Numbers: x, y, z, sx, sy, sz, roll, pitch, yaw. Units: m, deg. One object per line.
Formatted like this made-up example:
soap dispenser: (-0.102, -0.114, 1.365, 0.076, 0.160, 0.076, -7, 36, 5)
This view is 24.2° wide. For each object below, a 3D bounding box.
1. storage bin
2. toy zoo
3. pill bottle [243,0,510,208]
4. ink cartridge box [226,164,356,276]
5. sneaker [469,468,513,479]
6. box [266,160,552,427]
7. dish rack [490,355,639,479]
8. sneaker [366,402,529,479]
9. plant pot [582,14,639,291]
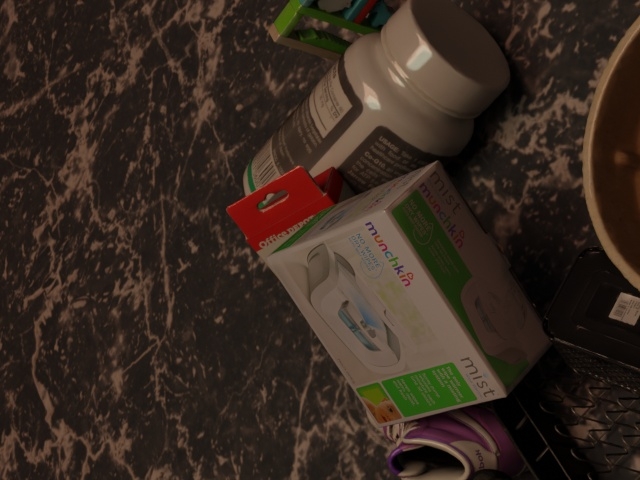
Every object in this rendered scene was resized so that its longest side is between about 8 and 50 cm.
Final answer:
storage bin: (0.350, 0.094, 1.636, 0.180, 0.084, 0.122, 20, 73, 36)
toy zoo: (0.083, -0.366, 2.056, 0.293, 0.192, 0.030, -50, 48, 28)
pill bottle: (0.074, -0.146, 2.001, 0.361, 0.204, 0.204, -46, 50, 32)
ink cartridge box: (0.000, 0.000, 1.941, 0.134, 0.231, 0.078, -29, 22, 25)
sneaker: (0.083, 0.439, 1.759, 0.483, 0.185, 0.202, -37, 51, 19)
box: (0.107, 0.068, 1.774, 0.231, 0.127, 0.262, -21, 106, 49)
dish rack: (0.337, 0.168, 1.719, 0.271, 0.074, 0.208, -53, 47, 25)
sneaker: (0.119, 0.238, 1.877, 0.282, 0.161, 0.102, 10, 107, 51)
plant pot: (0.477, -0.073, 1.436, 0.334, 0.305, 0.334, -14, 70, 46)
